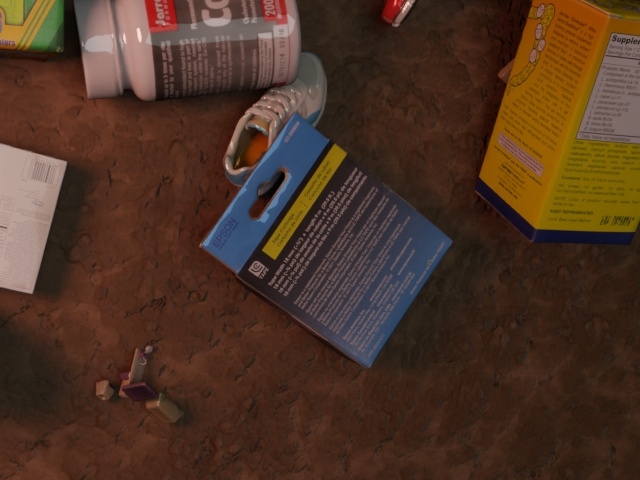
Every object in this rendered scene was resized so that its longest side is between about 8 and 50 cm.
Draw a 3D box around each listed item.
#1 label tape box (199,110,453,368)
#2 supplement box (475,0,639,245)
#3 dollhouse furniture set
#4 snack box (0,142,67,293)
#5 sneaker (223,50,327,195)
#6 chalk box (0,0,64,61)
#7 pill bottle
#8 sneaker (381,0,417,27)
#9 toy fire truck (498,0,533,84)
[{"bbox_3d":[0.000,0.000,1.433,0.334,0.106,0.240,38,81,-23],"label":"label tape box"},{"bbox_3d":[0.408,-0.192,1.479,0.194,0.195,0.356,2,118,-23],"label":"supplement box"},{"bbox_3d":[-0.255,0.213,1.406,0.114,0.091,0.081,54,31,-41],"label":"dollhouse furniture set"},{"bbox_3d":[-0.511,-0.056,1.240,0.322,0.060,0.187,15,89,-24],"label":"snack box"},{"bbox_3d":[-0.062,-0.175,1.386,0.087,0.092,0.228,25,83,17],"label":"sneaker"},{"bbox_3d":[-0.415,-0.375,1.182,0.180,0.179,0.288,-1,96,-23],"label":"chalk box"},{"bbox_3d":[-0.180,-0.274,1.292,0.283,0.161,0.161,-9,99,-13],"label":"pill bottle"},{"bbox_3d":[0.121,-0.461,1.459,0.118,0.107,0.279,13,87,-5],"label":"sneaker"},{"bbox_3d":[0.343,-0.390,1.534,0.217,0.158,0.246,23,76,-24],"label":"toy fire truck"}]
